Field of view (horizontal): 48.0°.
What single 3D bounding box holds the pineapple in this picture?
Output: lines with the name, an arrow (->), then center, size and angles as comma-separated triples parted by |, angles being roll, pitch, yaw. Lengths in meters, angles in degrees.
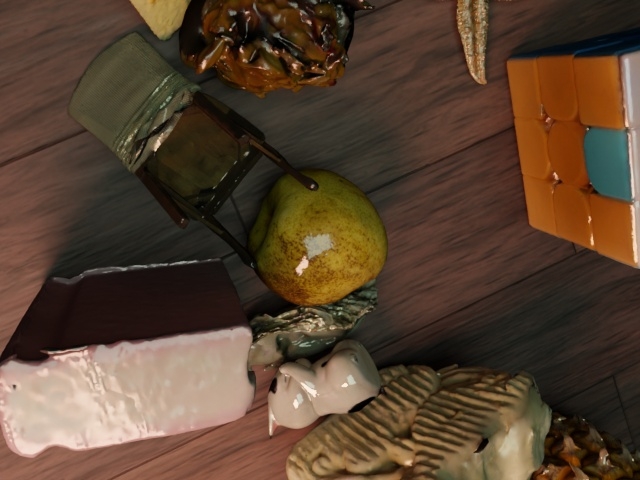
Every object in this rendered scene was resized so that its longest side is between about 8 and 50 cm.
pineapple -> 0.423, 0.470, 1.177 | 0.352, 0.300, 0.352 | -4, 109, -13

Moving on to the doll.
doll -> 0.000, 0.218, 1.084 | 0.181, 0.110, 0.107 | -19, 101, 15

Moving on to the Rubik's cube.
Rubik's cube -> 0.481, -0.160, 1.049 | 0.290, 0.292, 0.291 | -15, 106, -11

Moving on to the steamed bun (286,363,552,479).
steamed bun -> 0.166, 0.354, 1.062 | 0.394, 0.346, 0.237 | -20, 112, 10

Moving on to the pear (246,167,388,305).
pear -> 0.000, 0.000, 1.023 | 0.197, 0.197, 0.197 | -3, 103, -13

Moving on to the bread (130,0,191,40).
bread -> -0.229, -0.554, 0.932 | 0.346, 0.242, 0.405 | -40, 75, 1

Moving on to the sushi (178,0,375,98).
sushi -> -0.061, -0.281, 0.941 | 0.213, 0.200, 0.204 | 26, 98, -18

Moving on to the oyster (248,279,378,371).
oyster -> -0.036, 0.135, 1.077 | 0.252, 0.087, 0.199 | -36, 152, 12

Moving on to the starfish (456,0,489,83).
starfish -> 0.255, -0.390, 1.072 | 0.231, 0.048, 0.295 | -21, 107, -9

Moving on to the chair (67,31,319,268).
chair -> -0.176, -0.124, 0.953 | 0.160, 0.319, 0.186 | -52, 141, 4

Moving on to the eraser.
eraser -> -0.231, 0.123, 0.902 | 0.272, 0.359, 0.122 | -5, 102, -14
